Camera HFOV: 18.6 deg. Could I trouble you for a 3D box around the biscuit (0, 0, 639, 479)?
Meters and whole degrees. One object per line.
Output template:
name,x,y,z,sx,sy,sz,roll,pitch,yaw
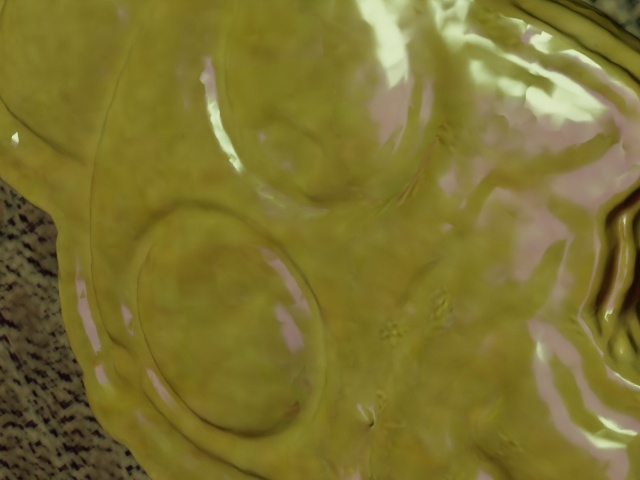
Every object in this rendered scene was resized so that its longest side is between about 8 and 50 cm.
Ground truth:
biscuit,-0.003,0.001,0.734,0.376,0.051,0.269,38,121,25
